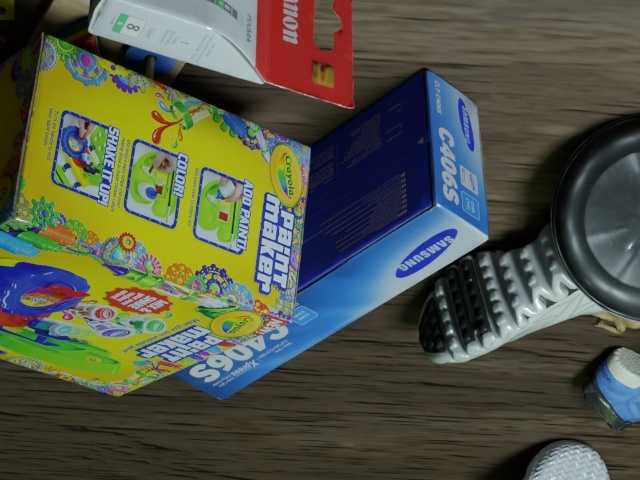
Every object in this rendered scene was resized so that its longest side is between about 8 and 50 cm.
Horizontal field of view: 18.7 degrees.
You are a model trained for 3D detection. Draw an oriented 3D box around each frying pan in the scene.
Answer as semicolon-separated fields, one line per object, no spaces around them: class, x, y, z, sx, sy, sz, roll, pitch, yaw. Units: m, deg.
frying pan;0.371;-0.032;1.774;0.326;0.197;0.053;-11;180;15

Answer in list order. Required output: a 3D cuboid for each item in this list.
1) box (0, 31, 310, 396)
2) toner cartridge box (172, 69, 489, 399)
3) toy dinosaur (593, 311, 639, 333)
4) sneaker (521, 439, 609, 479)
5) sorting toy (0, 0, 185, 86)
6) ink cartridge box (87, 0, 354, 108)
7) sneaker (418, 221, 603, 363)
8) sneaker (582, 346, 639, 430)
box;-0.208;-0.011;1.718;0.279;0.177;0.290;21;151;-31
toner cartridge box;0.000;0.000;1.809;0.075;0.165;0.348;31;132;-35
toy dinosaur;0.339;0.079;1.981;0.183;0.053;0.092;0;162;23
sneaker;0.229;0.381;2.319;0.137;0.210;0.366;11;105;-15
sorting toy;-0.201;-0.152;1.707;0.274;0.046;0.132;18;137;-21
ink cartridge box;-0.066;-0.213;1.529;0.225;0.181;0.056;14;142;-18
sneaker;0.222;0.050;1.932;0.292;0.110;0.118;-32;141;33
sneaker;0.357;0.178;2.120;0.152;0.058;0.084;24;129;-22
